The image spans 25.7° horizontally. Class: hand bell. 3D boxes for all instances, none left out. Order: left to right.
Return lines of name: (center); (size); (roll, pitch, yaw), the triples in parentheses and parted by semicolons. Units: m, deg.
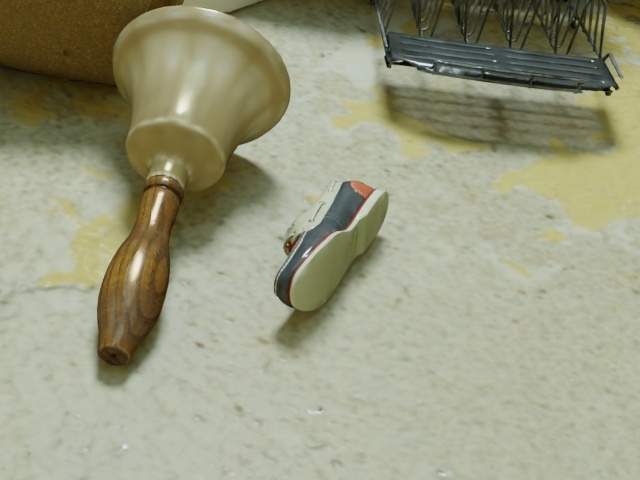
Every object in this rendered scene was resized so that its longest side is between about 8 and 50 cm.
hand bell: (-0.102, -0.022, 0.888); (0.126, 0.126, 0.242); (11, 50, 2)

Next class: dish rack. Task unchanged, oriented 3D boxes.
dish rack: (0.138, -0.198, 1.149); (0.208, 0.074, 0.271); (5, 29, -5)

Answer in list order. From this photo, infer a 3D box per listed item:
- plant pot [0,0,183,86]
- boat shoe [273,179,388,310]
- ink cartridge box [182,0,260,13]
plant pot: (-0.226, -0.222, 1.022); (0.254, 0.237, 0.237); (28, 39, 0)
boat shoe: (0.000, 0.000, 0.900); (0.043, 0.049, 0.137); (19, 36, 17)
ink cartridge box: (-0.145, -0.261, 1.189); (0.198, 0.067, 0.115); (35, 44, 30)
